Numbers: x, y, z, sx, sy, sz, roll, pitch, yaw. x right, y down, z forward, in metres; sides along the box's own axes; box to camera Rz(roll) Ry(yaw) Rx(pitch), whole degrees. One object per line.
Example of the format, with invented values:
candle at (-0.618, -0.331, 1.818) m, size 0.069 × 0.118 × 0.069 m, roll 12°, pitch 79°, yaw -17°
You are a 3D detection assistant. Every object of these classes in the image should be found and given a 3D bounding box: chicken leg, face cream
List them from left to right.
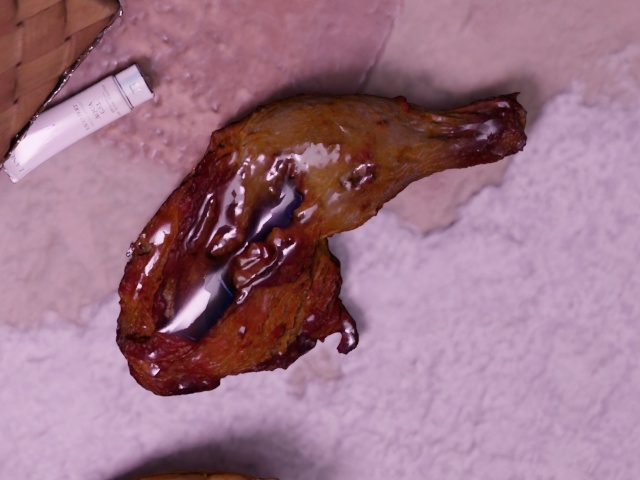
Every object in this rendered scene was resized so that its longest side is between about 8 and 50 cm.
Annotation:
face cream at (-0.166, -0.080, 1.132) m, size 0.115 × 0.020 × 0.038 m, roll -28°, pitch 110°, yaw 2°
chicken leg at (-0.007, -0.009, 1.158) m, size 0.177 × 0.083 × 0.322 m, roll 35°, pitch 99°, yaw -26°

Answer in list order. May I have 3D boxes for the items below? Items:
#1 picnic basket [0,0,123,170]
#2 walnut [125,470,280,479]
picnic basket at (-0.328, -0.169, 0.969) m, size 0.337 × 0.337 × 0.293 m, roll 35°, pitch 104°, yaw -18°
walnut at (-0.117, 0.235, 1.181) m, size 0.245 × 0.137 × 0.137 m, roll -19°, pitch 109°, yaw -1°
